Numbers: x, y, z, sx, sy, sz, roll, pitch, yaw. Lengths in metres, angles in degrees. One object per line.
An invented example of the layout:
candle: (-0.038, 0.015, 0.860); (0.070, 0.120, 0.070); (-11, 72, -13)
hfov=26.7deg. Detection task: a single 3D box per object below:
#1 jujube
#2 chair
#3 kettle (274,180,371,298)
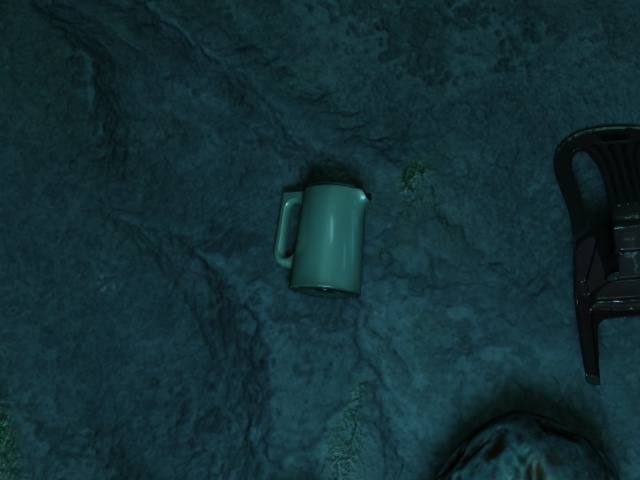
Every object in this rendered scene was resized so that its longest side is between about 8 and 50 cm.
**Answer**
jujube: (0.240, 0.364, 1.667); (0.246, 0.215, 0.308); (2, 75, 36)
chair: (0.409, 0.011, 1.779); (0.176, 0.183, 0.326); (-3, 36, 5)
kettle: (0.006, 0.001, 1.832); (0.098, 0.127, 0.148); (11, 78, -26)
